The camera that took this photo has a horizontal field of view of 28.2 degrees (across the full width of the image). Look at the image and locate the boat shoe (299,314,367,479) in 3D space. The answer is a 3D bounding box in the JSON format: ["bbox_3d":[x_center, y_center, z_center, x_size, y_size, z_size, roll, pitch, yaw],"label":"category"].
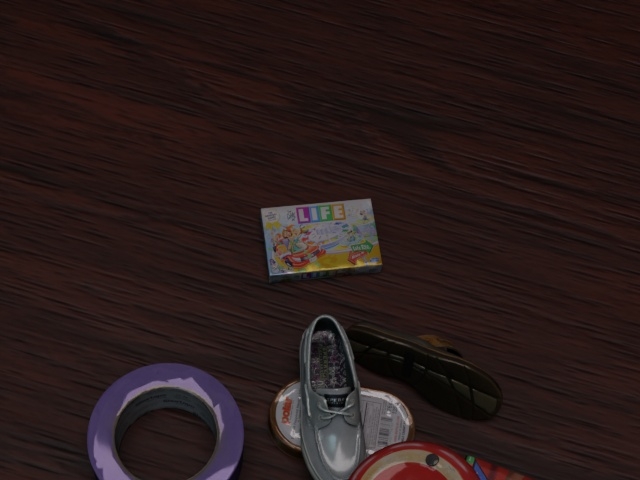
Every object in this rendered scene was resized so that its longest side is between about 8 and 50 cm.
[{"bbox_3d":[0.011,0.198,1.566,0.079,0.081,0.227,-5,63,-6],"label":"boat shoe"}]

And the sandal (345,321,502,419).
[{"bbox_3d":[0.137,0.157,1.648,0.219,0.090,0.060,22,42,15],"label":"sandal"}]

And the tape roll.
[{"bbox_3d":[-0.189,0.251,1.566,0.189,0.080,0.189,2,63,-4],"label":"tape roll"}]

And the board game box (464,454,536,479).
[{"bbox_3d":[0.203,0.414,1.542,0.145,0.027,0.281,20,64,5],"label":"board game box"}]

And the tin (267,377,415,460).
[{"bbox_3d":[0.027,0.232,1.617,0.190,0.040,0.106,9,59,1],"label":"tin"}]

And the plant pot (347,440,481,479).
[{"bbox_3d":[0.114,0.339,1.470,0.191,0.174,0.191,-6,60,10],"label":"plant pot"}]

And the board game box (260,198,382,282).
[{"bbox_3d":[0.000,0.000,1.735,0.154,0.026,0.103,-6,63,-7],"label":"board game box"}]
